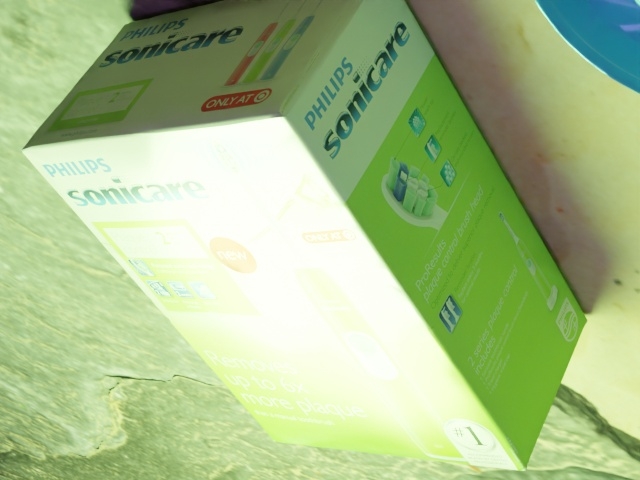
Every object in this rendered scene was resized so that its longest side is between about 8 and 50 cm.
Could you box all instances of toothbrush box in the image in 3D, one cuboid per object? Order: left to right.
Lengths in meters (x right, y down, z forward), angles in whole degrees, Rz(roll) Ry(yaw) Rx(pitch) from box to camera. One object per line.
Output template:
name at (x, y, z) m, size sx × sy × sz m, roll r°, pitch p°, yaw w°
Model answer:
toothbrush box at (0.000, 0.000, 0.711) m, size 0.206 × 0.122 × 0.283 m, roll -1°, pitch 135°, yaw 40°

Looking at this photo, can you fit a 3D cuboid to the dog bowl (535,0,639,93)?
dog bowl at (0.219, -0.095, 0.442) m, size 0.297 × 0.074 × 0.166 m, roll 29°, pitch 149°, yaw 1°
